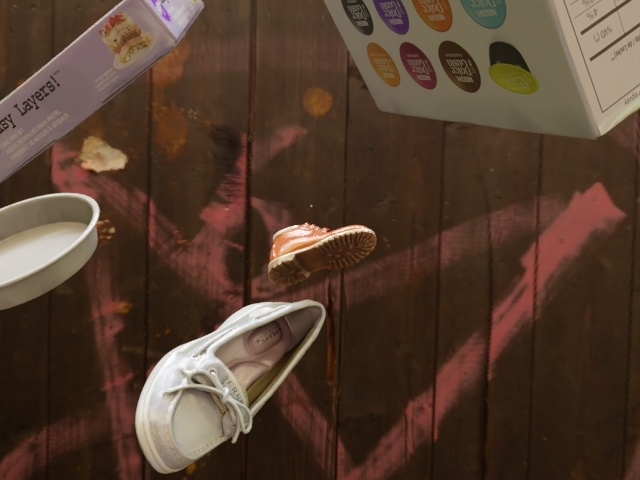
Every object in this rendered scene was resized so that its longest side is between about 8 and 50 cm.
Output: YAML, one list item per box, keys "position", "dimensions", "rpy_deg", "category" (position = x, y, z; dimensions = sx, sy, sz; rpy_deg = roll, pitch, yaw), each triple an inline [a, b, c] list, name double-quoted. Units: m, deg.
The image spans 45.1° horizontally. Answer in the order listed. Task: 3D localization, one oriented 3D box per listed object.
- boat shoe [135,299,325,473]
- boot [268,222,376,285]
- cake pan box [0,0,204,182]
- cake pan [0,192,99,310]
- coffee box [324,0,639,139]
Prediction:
- position: [-0.101, 0.159, 0.936]
  dimensions: [0.103, 0.320, 0.118]
  rpy_deg: [-21, -82, 33]
  category: "boat shoe"
- position: [0.000, 0.000, 1.072]
  dimensions: [0.158, 0.085, 0.059]
  rpy_deg: [-17, -48, 14]
  category: "boot"
- position: [-0.255, -0.183, 0.839]
  dimensions: [0.267, 0.246, 0.070]
  rpy_deg: [-33, -70, 15]
  category: "cake pan box"
- position: [-0.489, 0.019, 1.242]
  dimensions: [0.293, 0.293, 0.054]
  rpy_deg: [-16, -59, 0]
  category: "cake pan"
- position: [0.189, -0.325, 0.669]
  dimensions: [0.338, 0.337, 0.334]
  rpy_deg: [-36, -65, -13]
  category: "coffee box"
